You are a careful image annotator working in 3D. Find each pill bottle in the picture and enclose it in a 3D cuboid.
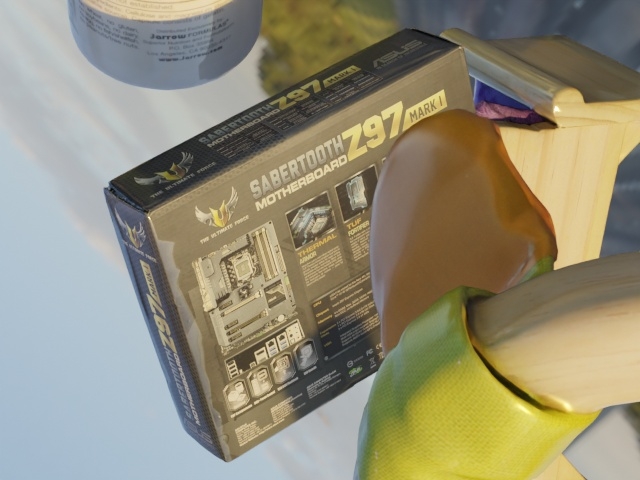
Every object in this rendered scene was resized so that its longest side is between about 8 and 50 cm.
[{"bbox_3d":[-0.098,-0.213,1.005,0.131,0.131,0.229,50,155,27],"label":"pill bottle"}]

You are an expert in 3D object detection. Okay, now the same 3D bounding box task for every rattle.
[{"bbox_3d":[0.107,0.049,0.371,0.199,0.130,0.143,6,-166,0],"label":"rattle"}]

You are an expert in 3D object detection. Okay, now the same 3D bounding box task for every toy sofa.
[{"bbox_3d":[0.127,0.033,1.221,0.177,0.363,0.150,-7,-153,-28],"label":"toy sofa"}]

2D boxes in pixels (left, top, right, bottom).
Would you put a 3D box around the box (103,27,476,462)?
[{"bbox_3d":[0.000,0.000,0.991,0.059,0.232,0.183,29,142,49],"label":"box"}]
